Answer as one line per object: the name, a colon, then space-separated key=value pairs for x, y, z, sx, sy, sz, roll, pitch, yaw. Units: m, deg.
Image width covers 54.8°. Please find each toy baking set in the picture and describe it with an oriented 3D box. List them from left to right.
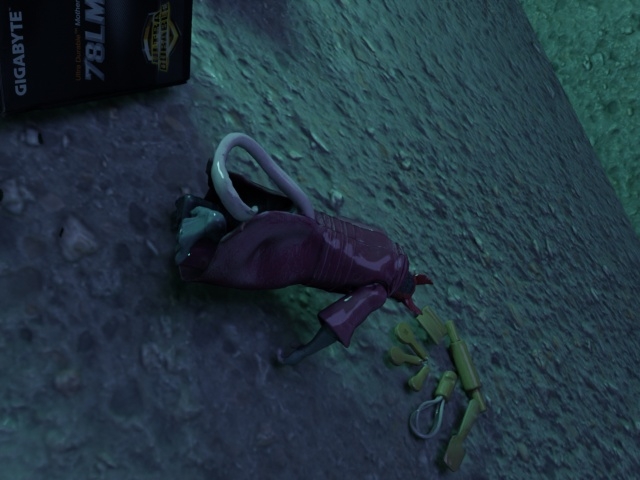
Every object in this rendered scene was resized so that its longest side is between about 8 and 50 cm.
toy baking set: x=0.192 y=0.231 z=0.999 sx=0.197 sy=0.030 sz=0.256 roll=-4 pitch=66 yaw=-42

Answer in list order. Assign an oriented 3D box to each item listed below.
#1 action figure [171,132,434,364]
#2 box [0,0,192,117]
action figure: x=0.000 y=0.000 z=0.805 sx=0.370 sy=0.275 sz=0.248 roll=16 pitch=46 yaw=-19
box: x=-0.277 y=-0.320 z=0.743 sx=0.073 sy=0.295 sz=0.293 roll=25 pitch=32 yaw=24
